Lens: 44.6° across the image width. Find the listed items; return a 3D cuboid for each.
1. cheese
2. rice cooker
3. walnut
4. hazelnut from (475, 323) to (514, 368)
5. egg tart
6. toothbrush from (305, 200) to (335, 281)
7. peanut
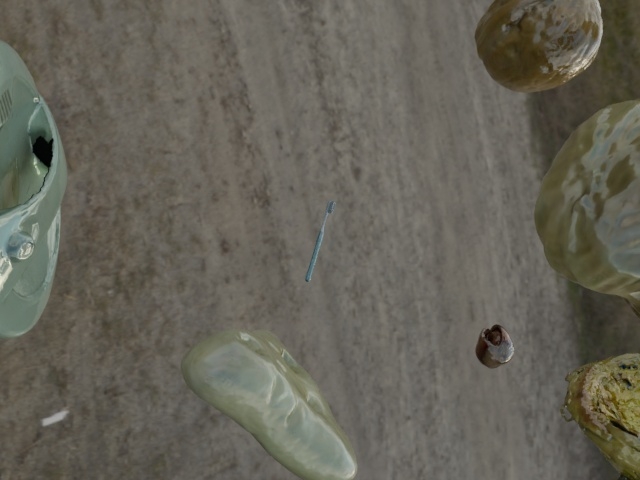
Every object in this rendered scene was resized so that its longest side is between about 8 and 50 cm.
[{"bbox_3d":[-0.070,0.293,1.327,0.328,0.129,0.351,50,3,12],"label":"cheese"},{"bbox_3d":[-0.370,-0.042,0.691,0.288,0.276,0.288,176,-90,-86],"label":"rice cooker"},{"bbox_3d":[0.276,-0.266,0.994,0.149,0.166,0.167,11,74,-36],"label":"walnut"},{"bbox_3d":[0.345,0.211,1.556,0.086,0.086,0.086,14,71,-49],"label":"hazelnut"},{"bbox_3d":[0.472,0.265,1.084,0.290,0.290,0.107,-30,128,-49],"label":"egg tart"},{"bbox_3d":[0.000,0.000,1.435,0.011,0.014,0.167,41,58,-45],"label":"toothbrush"},{"bbox_3d":[0.292,-0.011,0.623,0.233,0.110,0.197,38,66,6],"label":"peanut"}]
